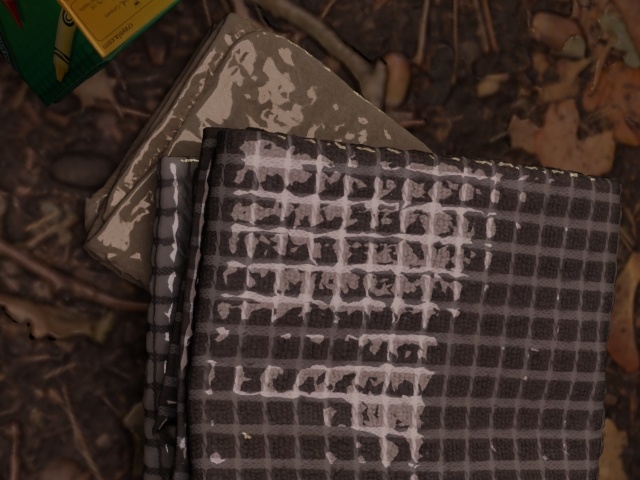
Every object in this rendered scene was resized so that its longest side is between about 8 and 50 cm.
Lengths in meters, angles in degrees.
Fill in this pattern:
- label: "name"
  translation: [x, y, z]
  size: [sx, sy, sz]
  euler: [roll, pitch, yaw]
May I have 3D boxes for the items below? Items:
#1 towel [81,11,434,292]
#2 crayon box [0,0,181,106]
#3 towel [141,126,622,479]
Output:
- label: "towel"
  translation: [0.000, 0.000, 0.662]
  size: [0.282, 0.049, 0.187]
  euler: [36, 81, -20]
- label: "crayon box"
  translation: [-0.097, -0.224, 0.549]
  size: [0.165, 0.081, 0.278]
  euler: [51, 56, -15]
- label: "towel"
  translation: [0.041, 0.060, 0.592]
  size: [0.284, 0.121, 0.235]
  euler: [5, 91, -22]
